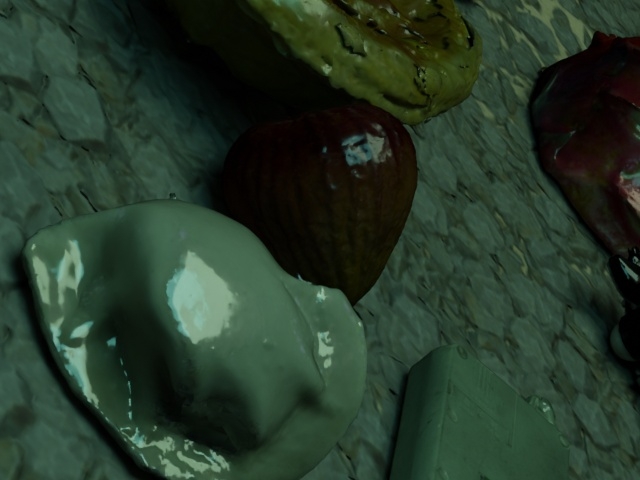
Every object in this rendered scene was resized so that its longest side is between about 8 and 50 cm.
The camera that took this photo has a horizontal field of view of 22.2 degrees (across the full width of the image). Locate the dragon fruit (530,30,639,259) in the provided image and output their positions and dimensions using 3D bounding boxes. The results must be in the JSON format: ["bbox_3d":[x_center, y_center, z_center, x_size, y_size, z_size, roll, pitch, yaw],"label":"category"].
[{"bbox_3d":[0.281,-0.131,1.427,0.126,0.161,0.274,42,33,-24],"label":"dragon fruit"}]

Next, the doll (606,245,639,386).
[{"bbox_3d":[0.281,0.107,1.274,0.091,0.067,0.219,2,63,-52],"label":"doll"}]

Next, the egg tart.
[{"bbox_3d":[-0.018,-0.174,1.069,0.290,0.115,0.290,37,28,-23],"label":"egg tart"}]

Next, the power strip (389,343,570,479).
[{"bbox_3d":[0.090,0.170,0.950,0.118,0.046,0.270,41,33,-17],"label":"power strip"}]

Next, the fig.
[{"bbox_3d":[-0.009,-0.011,0.965,0.119,0.119,0.153,24,84,-42],"label":"fig"}]

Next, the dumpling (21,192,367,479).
[{"bbox_3d":[-0.060,0.054,0.823,0.176,0.092,0.150,35,48,-39],"label":"dumpling"}]
